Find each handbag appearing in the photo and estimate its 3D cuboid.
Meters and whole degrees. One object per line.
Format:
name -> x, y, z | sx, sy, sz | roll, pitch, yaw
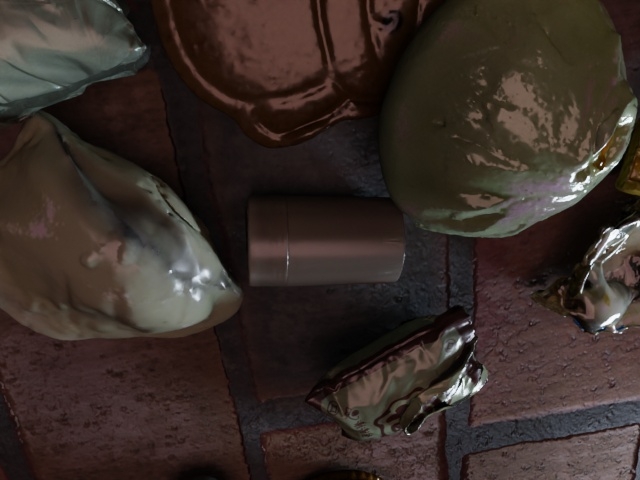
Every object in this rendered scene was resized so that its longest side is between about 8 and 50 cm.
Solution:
handbag -> 0.110, 0.196, 0.721 | 0.235, 0.127, 0.213 | -25, 140, 3

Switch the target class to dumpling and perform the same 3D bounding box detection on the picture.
dumpling -> -0.243, 0.031, 0.578 | 0.243, 0.187, 0.318 | -39, 112, 3

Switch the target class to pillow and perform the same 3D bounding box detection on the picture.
pillow -> -0.355, -0.230, 0.481 | 0.310, 0.138, 0.283 | -26, 96, 0

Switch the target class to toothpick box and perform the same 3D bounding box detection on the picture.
toothpick box -> 0.000, 0.000, 0.639 | 0.180, 0.111, 0.111 | 0, 113, -8

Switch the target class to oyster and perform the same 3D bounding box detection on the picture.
oyster -> 0.426, 0.038, 0.725 | 0.223, 0.083, 0.214 | 23, 111, -21

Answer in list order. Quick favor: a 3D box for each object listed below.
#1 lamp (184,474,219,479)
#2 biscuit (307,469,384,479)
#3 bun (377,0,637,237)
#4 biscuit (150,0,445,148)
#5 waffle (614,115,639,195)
lamp -> -0.182, 0.408, 0.793 | 0.105, 0.105, 0.105 | -3, 113, -6
biscuit -> 0.037, 0.466, 0.865 | 0.220, 0.066, 0.220 | -3, 111, -9
bun -> 0.211, -0.114, 0.545 | 0.293, 0.187, 0.293 | -14, 129, -19
biscuit -> 0.016, -0.279, 0.554 | 0.381, 0.074, 0.359 | -3, 115, -2
waffle -> 0.493, -0.138, 0.610 | 0.219, 0.057, 0.229 | 18, 98, 13
